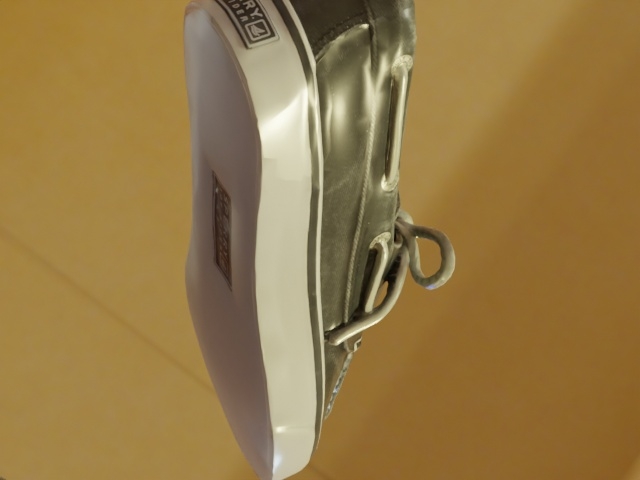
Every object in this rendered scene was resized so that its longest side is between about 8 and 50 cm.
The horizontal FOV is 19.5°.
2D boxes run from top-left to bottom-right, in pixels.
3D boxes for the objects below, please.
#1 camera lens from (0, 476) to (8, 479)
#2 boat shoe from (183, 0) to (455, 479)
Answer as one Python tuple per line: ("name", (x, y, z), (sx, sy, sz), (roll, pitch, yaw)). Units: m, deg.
("camera lens", (-0.143, 0.167, 0.319), (0.274, 0.219, 0.219), (-38, -179, 37))
("boat shoe", (-0.002, -0.003, 0.872), (0.105, 0.113, 0.306), (-18, 135, -18))
